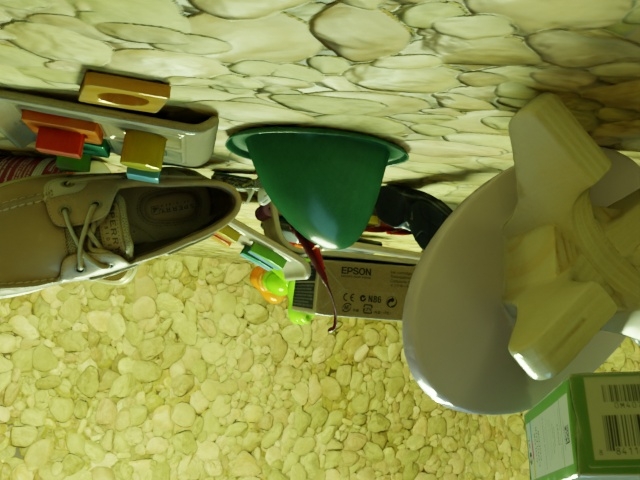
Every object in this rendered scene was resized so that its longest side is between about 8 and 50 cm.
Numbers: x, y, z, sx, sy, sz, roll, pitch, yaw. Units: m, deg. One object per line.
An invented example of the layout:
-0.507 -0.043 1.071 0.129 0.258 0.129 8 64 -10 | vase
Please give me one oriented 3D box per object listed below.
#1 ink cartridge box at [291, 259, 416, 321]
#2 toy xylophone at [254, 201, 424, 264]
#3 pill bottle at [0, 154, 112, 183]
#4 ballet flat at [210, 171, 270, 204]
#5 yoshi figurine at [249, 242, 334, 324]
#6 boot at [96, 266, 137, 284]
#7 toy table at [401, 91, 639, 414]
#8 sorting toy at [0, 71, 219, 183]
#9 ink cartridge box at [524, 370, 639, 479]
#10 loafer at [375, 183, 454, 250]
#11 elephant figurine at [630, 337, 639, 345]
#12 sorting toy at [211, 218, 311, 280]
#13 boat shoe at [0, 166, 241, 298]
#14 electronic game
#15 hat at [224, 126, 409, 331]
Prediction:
0.086 0.082 1.306 0.235 0.088 0.193 5 177 -13 | ink cartridge box
0.066 -0.009 1.255 0.323 0.081 0.236 6 175 -21 | toy xylophone
-0.373 -0.044 1.007 0.221 0.121 0.121 4 175 8 | pill bottle
-0.081 -0.062 1.010 0.114 0.041 0.041 3 175 14 | ballet flat
0.003 0.074 1.818 0.203 0.203 0.362 -11 -179 -29 | yoshi figurine
-0.489 0.000 1.558 0.262 0.095 0.203 29 176 8 | boot
0.202 0.018 0.624 0.252 0.274 0.161 39 161 -6 | toy table
-0.196 -0.087 0.760 0.196 0.047 0.348 5 175 -9 | sorting toy
0.203 0.139 0.560 0.109 0.062 0.209 -2 159 4 | ink cartridge box
0.134 -0.027 0.969 0.061 0.062 0.170 -7 -151 -30 | loafer
0.543 0.048 1.183 0.240 0.186 0.169 -20 -145 -7 | elephant figurine
-0.118 0.000 1.249 0.208 0.038 0.193 35 170 -8 | sorting toy
-0.246 -0.019 0.887 0.341 0.121 0.110 -20 -164 -36 | boat shoe
0.002 -0.010 1.523 0.229 0.048 0.229 11 180 0 | electronic game
0.000 0.000 0.804 0.209 0.183 0.173 9 173 -43 | hat
